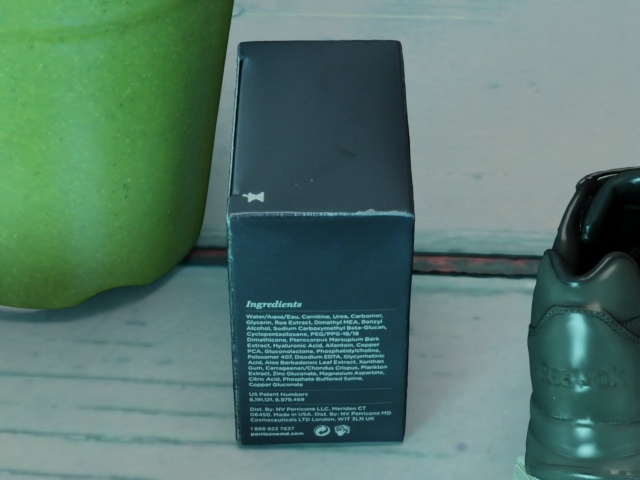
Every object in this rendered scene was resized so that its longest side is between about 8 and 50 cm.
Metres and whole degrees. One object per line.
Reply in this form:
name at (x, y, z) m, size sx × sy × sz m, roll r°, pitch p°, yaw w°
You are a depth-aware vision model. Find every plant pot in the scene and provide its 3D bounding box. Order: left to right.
plant pot at (-0.158, -0.112, 0.890) m, size 0.276 × 0.253 × 0.276 m, roll 1°, pitch 37°, yaw -1°

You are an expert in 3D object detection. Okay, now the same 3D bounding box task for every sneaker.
sneaker at (0.175, 0.015, 0.798) m, size 0.109 × 0.130 × 0.286 m, roll -1°, pitch 19°, yaw 22°

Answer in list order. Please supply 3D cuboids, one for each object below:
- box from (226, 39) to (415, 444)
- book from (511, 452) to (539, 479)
box at (0.000, 0.000, 0.831) m, size 0.093 × 0.158 × 0.156 m, roll -1°, pitch 40°, yaw 0°
book at (0.181, 0.125, 0.778) m, size 0.144 × 0.035 × 0.096 m, roll -19°, pitch 44°, yaw -24°
